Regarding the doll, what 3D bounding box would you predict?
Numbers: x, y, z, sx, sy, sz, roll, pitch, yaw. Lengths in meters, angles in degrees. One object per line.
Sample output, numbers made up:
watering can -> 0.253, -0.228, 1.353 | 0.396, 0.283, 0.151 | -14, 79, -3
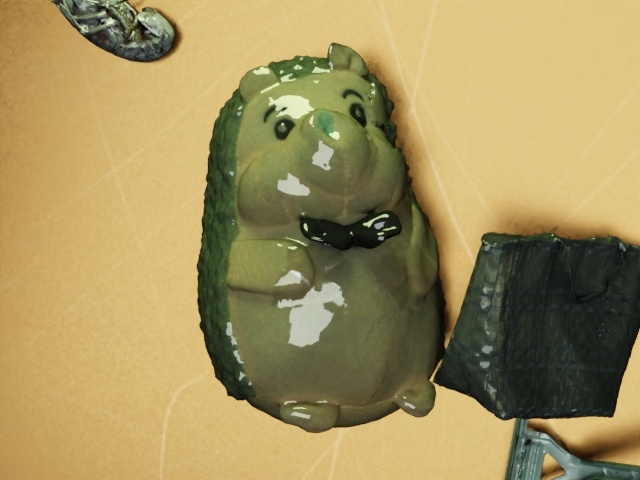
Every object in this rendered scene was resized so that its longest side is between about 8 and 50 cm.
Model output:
doll -> 0.000, 0.000, 1.640 | 0.247, 0.247, 0.350 | -8, 86, 8

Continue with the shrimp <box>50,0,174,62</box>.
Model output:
shrimp -> -0.219, -0.229, 1.736 | 0.165, 0.056, 0.065 | 37, 114, -7

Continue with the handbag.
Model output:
handbag -> 0.212, 0.074, 1.629 | 0.088, 0.270, 0.175 | 29, 106, 40

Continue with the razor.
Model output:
razor -> 0.286, 0.221, 1.638 | 0.278, 0.056, 0.111 | 3, 77, 43
